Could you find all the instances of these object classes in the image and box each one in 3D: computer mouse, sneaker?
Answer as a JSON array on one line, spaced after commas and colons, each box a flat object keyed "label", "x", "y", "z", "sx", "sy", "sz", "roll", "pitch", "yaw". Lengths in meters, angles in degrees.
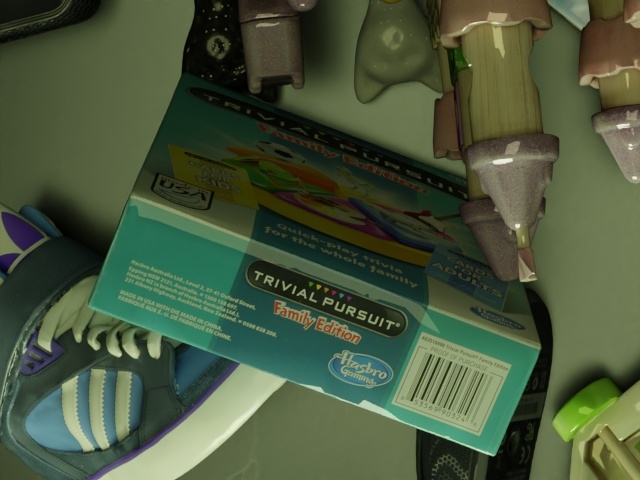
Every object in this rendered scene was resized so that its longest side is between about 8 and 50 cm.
[{"label": "computer mouse", "x": 0.101, "y": 0.164, "z": 1.339, "sx": 0.072, "sy": 0.188, "sz": 0.272, "roll": 11, "pitch": 89, "yaw": 28}, {"label": "sneaker", "x": -0.158, "y": 0.055, "z": 1.309, "sx": 0.236, "sy": 0.130, "sz": 0.323, "roll": 51, "pitch": 137, "yaw": -2}]

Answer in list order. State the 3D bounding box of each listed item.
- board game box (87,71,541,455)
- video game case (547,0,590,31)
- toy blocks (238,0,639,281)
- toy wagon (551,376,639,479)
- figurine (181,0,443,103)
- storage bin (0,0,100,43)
[{"label": "board game box", "x": 0.000, "y": 0.000, "z": 1.213, "sx": 0.253, "sy": 0.336, "sz": 0.079, "roll": 21, "pitch": 107, "yaw": -6}, {"label": "video game case", "x": 0.272, "y": -0.255, "z": 1.319, "sx": 0.244, "sy": 0.061, "sz": 0.269, "roll": 38, "pitch": 98, "yaw": 1}, {"label": "toy blocks", "x": 0.089, "y": -0.096, "z": 1.166, "sx": 0.309, "sy": 0.288, "sz": 0.260, "roll": -5, "pitch": 86, "yaw": 1}, {"label": "toy wagon", "x": 0.340, "y": 0.153, "z": 1.302, "sx": 0.344, "sy": 0.068, "sz": 0.267, "roll": -42, "pitch": 72, "yaw": 13}, {"label": "figurine", "x": -0.008, "y": -0.200, "z": 1.355, "sx": 0.214, "sy": 0.092, "sz": 0.209, "roll": -1, "pitch": 102, "yaw": 7}, {"label": "storage bin", "x": -0.269, "y": -0.207, "z": 1.382, "sx": 0.180, "sy": 0.084, "sz": 0.122, "roll": -14, "pitch": 92, "yaw": 7}]
